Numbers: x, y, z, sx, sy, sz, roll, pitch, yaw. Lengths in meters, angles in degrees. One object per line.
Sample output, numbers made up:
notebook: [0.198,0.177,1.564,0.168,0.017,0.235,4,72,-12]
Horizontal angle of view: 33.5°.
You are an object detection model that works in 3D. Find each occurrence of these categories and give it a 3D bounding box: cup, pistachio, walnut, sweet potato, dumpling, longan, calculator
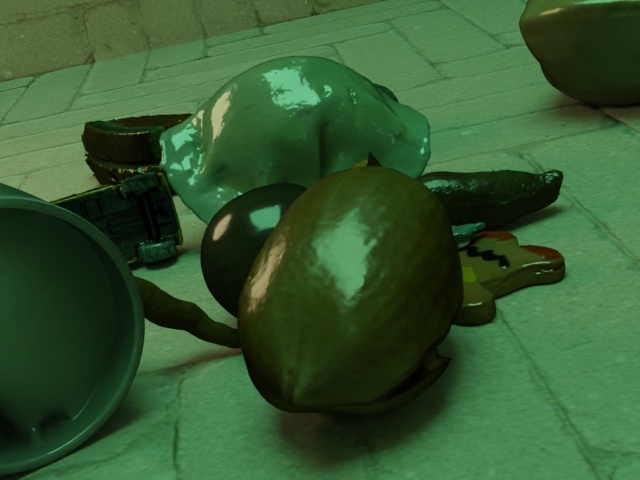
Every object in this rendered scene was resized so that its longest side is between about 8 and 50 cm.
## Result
cup: [-0.378,0.103,1.047,0.356,0.259,0.274,-52,32,-12]
pistachio: [0.528,-0.360,1.705,0.446,0.281,0.365,-3,8,-17]
walnut: [0.024,0.054,0.968,0.203,0.203,0.298,0,30,28]
sweet potato: [0.158,-0.061,1.316,0.286,0.085,0.112,-4,65,7]
dumpling: [-0.019,-0.118,1.467,0.321,0.270,0.212,-31,-7,15]
longan: [-0.048,0.017,1.163,0.167,0.167,0.187,-16,-4,-11]
calculator: [0.123,0.002,1.251,0.141,0.019,0.094,-14,7,35]
sweet potato: [-0.144,0.078,1.113,0.179,0.044,0.044,29,7,-23]

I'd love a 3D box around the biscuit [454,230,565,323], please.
biscuit: [0.139,0.046,1.152,0.250,0.036,0.165,-22,22,-25]

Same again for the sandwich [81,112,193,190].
sandwich: [-0.292,-0.160,1.822,0.212,0.109,0.292,-18,21,-14]

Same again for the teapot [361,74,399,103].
teapot: [0.011,-0.193,1.725,0.294,0.129,0.193,-20,22,-15]

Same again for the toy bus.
toy bus: [-0.360,0.004,1.422,0.336,0.121,0.123,-18,9,-16]
